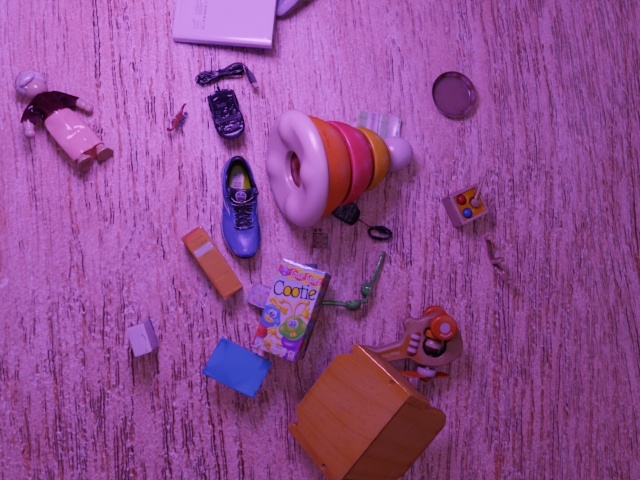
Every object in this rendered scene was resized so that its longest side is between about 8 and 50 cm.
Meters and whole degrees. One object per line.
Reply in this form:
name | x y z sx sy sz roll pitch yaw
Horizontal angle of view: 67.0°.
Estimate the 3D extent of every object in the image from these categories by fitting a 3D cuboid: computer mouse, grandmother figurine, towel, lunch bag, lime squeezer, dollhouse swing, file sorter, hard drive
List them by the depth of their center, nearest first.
grandmother figurine | -0.795 -0.370 1.457 0.342 0.104 0.208 51 52 1
file sorter | -0.253 0.379 1.473 0.171 0.104 0.118 29 81 -6
dollhouse swing | 0.161 0.553 1.514 0.315 0.305 0.346 40 97 33
lunch bag | -0.185 0.175 1.529 0.084 0.053 0.071 18 82 18
hard drive | -0.306 -0.737 1.568 0.319 0.040 0.210 5 84 1
computer mouse | -0.278 -0.450 1.569 0.184 0.060 0.261 -23 78 -7
lime squeezer | 0.119 0.162 1.588 0.311 0.058 0.110 -34 65 -14
computer mouse | 0.134 -0.067 1.618 0.242 0.041 0.071 31 89 -13
towel | 0.200 -0.382 1.660 0.152 0.023 0.113 7 83 -9

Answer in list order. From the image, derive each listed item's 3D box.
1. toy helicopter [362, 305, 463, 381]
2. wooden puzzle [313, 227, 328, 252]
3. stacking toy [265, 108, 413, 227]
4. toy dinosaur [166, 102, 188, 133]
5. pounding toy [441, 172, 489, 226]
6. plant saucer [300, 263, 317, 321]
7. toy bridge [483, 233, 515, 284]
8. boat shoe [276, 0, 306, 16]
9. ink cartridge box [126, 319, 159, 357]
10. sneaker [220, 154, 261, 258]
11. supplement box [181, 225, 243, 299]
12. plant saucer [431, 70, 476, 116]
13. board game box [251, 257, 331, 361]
toy helicopter | 0.288 0.367 1.576 0.356 0.140 0.234 -14 97 0
wooden puzzle | 0.000 0.000 1.600 0.050 0.006 0.083 3 84 -9
stacking toy | 0.100 -0.243 1.527 0.481 0.351 0.350 -11 87 -27
toy dinosaur | -0.458 -0.381 1.527 0.047 0.090 0.082 20 50 8
pounding toy | 0.509 -0.136 1.651 0.141 0.100 0.130 -25 90 -11
plant saucer | -0.043 0.171 1.572 0.067 0.018 0.191 0 84 -10
toy bridge | 0.610 0.070 1.669 0.026 0.063 0.188 -24 88 -11
boat shoe | -0.043 -0.860 1.623 0.302 0.094 0.109 -49 49 2
ink cartridge box | -0.522 0.287 1.426 0.052 0.122 0.088 -18 88 -11
sneaker | -0.254 -0.107 1.495 0.130 0.147 0.329 -8 87 -10
supplement box | -0.333 0.071 1.501 0.080 0.078 0.233 -37 91 -11
plant saucer | 0.469 -0.515 1.715 0.169 0.029 0.168 1 84 -9
board game box | -0.082 0.210 1.476 0.142 0.144 0.275 18 84 11
